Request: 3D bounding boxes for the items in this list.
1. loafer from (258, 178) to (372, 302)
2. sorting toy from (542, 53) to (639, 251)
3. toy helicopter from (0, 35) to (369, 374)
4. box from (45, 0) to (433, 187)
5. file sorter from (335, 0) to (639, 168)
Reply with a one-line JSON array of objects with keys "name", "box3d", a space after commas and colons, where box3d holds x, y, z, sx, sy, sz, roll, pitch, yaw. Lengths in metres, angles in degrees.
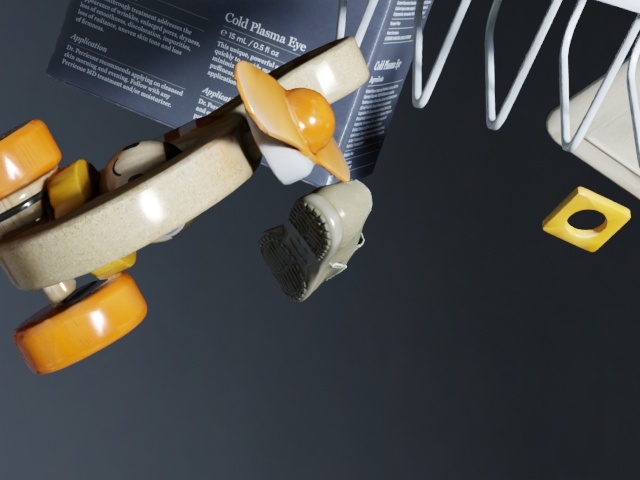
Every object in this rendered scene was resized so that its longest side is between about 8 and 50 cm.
[{"name": "loafer", "box3d": [0.000, 0.000, 1.285, 0.056, 0.050, 0.148, 60, -21, 5]}, {"name": "sorting toy", "box3d": [0.333, -0.110, 1.781, 0.348, 0.196, 0.047, -35, -144, 33]}, {"name": "toy helicopter", "box3d": [-0.061, -0.066, 1.235, 0.355, 0.235, 0.140, -39, 103, -52]}, {"name": "box", "box3d": [-0.068, -0.264, 2.064, 0.312, 0.343, 0.179, -70, 166, 14]}, {"name": "file sorter", "box3d": [0.164, -0.191, 1.527, 0.193, 0.278, 0.173, -85, -167, -52]}]
